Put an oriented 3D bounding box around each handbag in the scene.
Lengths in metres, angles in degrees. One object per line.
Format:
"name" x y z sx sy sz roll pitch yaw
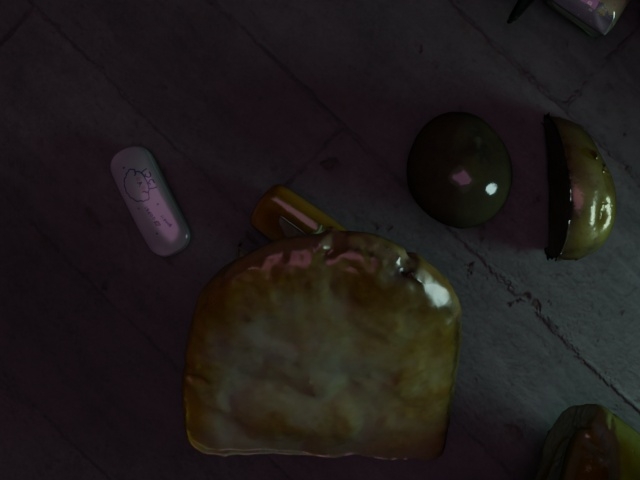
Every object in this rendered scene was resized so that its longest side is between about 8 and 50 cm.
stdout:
"handbag" 0.458 -0.426 1.367 0.117 0.095 0.173 35 101 -2

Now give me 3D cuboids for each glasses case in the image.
"glasses case" -0.288 -0.067 1.437 0.076 0.049 0.197 -26 89 4

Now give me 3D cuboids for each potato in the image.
"potato" 0.417 -0.088 1.349 0.098 0.138 0.243 -3 93 -1

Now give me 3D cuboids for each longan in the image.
"longan" 0.221 -0.112 1.350 0.167 0.167 0.187 -3 90 4

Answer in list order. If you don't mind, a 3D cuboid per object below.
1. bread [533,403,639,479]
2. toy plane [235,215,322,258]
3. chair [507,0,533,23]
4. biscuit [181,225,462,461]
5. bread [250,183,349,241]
"bread" 0.487 0.451 1.283 0.341 0.210 0.300 36 69 -13
"toy plane" -0.029 0.087 1.366 0.242 0.104 0.256 16 114 9
"chair" 0.220 -0.551 1.313 0.401 0.226 0.226 42 93 3
"biscuit" 0.000 0.170 1.290 0.429 0.104 0.446 0 124 -3
"bread" 0.000 0.000 1.406 0.239 0.074 0.092 35 117 2
